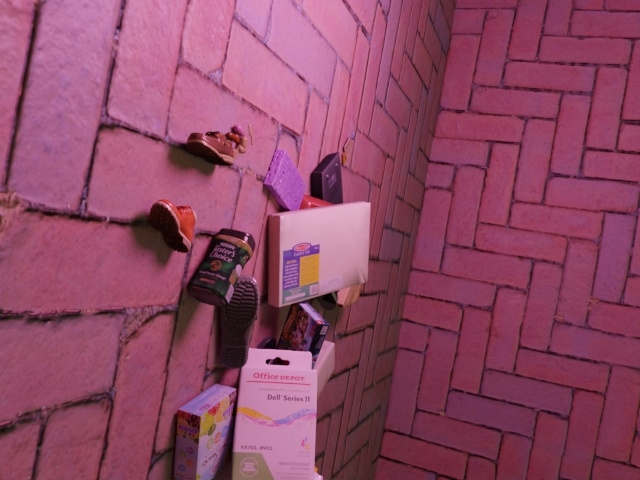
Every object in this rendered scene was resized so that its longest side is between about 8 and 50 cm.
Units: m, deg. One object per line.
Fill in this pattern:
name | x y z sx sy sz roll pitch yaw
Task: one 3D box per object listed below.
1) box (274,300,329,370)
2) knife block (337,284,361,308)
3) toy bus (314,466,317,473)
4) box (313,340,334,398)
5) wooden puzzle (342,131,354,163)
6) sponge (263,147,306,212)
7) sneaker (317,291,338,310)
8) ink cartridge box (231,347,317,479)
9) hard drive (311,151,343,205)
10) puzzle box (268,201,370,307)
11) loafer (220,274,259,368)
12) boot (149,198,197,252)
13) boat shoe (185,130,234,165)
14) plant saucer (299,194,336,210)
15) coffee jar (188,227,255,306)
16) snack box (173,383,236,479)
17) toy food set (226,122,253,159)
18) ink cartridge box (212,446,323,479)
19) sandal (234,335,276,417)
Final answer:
box | -0.065 0.311 1.718 0.044 0.159 0.233 9 107 -35
knife block | 0.104 0.123 2.245 0.276 0.088 0.242 -9 107 -68
toy bus | -0.063 0.859 1.957 0.149 0.212 0.220 -55 149 -52
box | -0.073 0.447 1.841 0.311 0.148 0.121 -49 144 -52
wooden puzzle | 0.099 -0.341 2.134 0.078 0.014 0.116 86 25 -43
sponge | -0.098 -0.161 1.666 0.210 0.031 0.117 57 46 -62
sneaker | 0.017 0.109 2.024 0.163 0.086 0.226 -70 150 -49
ink cartridge box | -0.116 0.445 1.507 0.119 0.207 0.353 106 -13 -64
hard drive | 0.025 -0.155 1.958 0.172 0.054 0.254 -56 148 -48
puzzle box | 0.004 0.030 1.775 0.409 0.052 0.272 -10 107 -46
loafer | -0.209 0.200 1.478 0.087 0.095 0.251 -96 -161 -74
boot | -0.294 -0.049 1.172 0.158 0.059 0.084 81 23 -59
boat shoe | -0.236 -0.207 1.245 0.178 0.064 0.060 20 75 -76
plant saucer | 0.000 0.000 1.845 0.258 0.048 0.258 14 86 -48
coffee jar | -0.224 0.057 1.338 0.079 0.096 0.184 77 30 -51
snack box | -0.280 0.481 1.414 0.174 0.070 0.207 -22 121 -68
toy food set | -0.204 -0.234 1.374 0.122 0.019 0.077 -43 138 -47
ink cartridge box | -0.140 0.795 1.615 0.166 0.286 0.394 -53 145 -51
sandal | -0.175 0.401 1.676 0.097 0.055 0.254 68 37 -55
